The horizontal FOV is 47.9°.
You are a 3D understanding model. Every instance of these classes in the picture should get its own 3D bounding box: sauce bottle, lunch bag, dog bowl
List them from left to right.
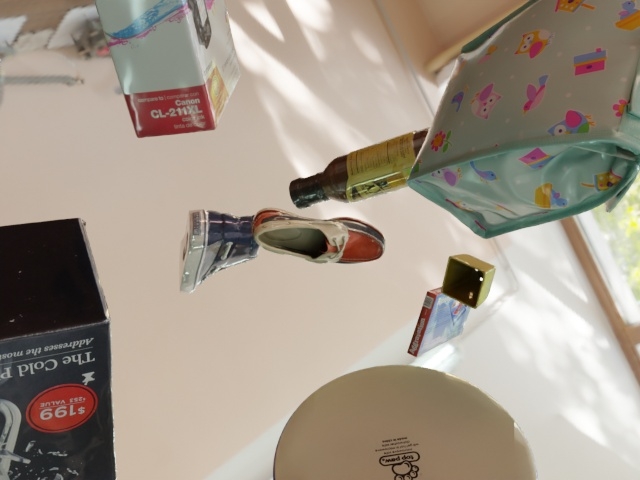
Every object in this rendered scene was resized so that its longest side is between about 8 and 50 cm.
[{"bbox_3d":[0.094,-0.142,1.535,0.344,0.112,0.111,-15,-173,29],"label":"sauce bottle"},{"bbox_3d":[0.084,0.257,0.737,0.264,0.104,0.265,-3,-143,2],"label":"dog bowl"},{"bbox_3d":[0.245,-0.140,0.751,0.262,0.160,0.224,-19,-137,58],"label":"lunch bag"}]

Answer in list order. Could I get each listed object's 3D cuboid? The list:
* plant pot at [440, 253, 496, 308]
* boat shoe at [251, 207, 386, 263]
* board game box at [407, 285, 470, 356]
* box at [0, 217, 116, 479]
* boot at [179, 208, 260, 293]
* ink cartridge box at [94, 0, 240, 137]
[{"bbox_3d":[0.294,0.071,1.390,0.081,0.081,0.083,26,-152,33],"label":"plant pot"},{"bbox_3d":[0.000,0.000,0.699,0.136,0.049,0.043,12,-160,-11],"label":"boat shoe"},{"bbox_3d":[0.282,0.165,1.617,0.027,0.145,0.281,24,-165,27],"label":"board game box"},{"bbox_3d":[-0.399,0.168,0.745,0.343,0.179,0.313,-9,131,-23],"label":"box"},{"bbox_3d":[-0.123,0.019,0.863,0.086,0.069,0.190,2,161,-15],"label":"boot"},{"bbox_3d":[-0.127,-0.193,0.596,0.072,0.175,0.127,-4,-145,9],"label":"ink cartridge box"}]
